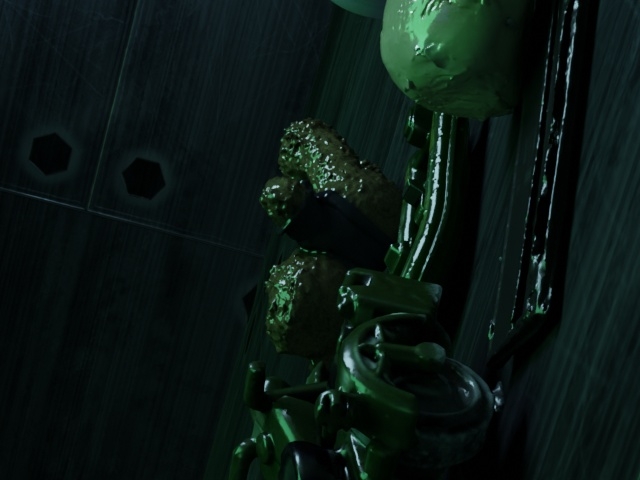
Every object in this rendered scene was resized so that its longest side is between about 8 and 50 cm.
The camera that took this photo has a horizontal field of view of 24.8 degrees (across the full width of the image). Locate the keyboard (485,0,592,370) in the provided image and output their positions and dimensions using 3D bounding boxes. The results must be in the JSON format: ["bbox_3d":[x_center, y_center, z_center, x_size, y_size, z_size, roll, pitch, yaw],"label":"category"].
[{"bbox_3d":[0.123,-0.053,0.804,0.087,0.017,0.250,117,166,-62],"label":"keyboard"}]

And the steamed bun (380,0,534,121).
[{"bbox_3d":[0.085,-0.137,0.906,0.130,0.091,0.112,37,-116,-74],"label":"steamed bun"}]

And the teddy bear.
[{"bbox_3d":[0.016,-0.008,1.272,0.129,0.182,0.251,-22,40,36],"label":"teddy bear"}]

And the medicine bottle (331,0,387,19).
[{"bbox_3d":[0.065,-0.323,1.209,0.254,0.152,0.152,94,-174,-57],"label":"medicine bottle"}]

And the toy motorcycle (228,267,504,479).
[{"bbox_3d":[0.019,0.106,0.822,0.275,0.127,0.205,-90,9,-60],"label":"toy motorcycle"}]

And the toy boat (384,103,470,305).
[{"bbox_3d":[0.074,-0.014,1.021,0.104,0.052,0.210,116,168,-53],"label":"toy boat"}]
